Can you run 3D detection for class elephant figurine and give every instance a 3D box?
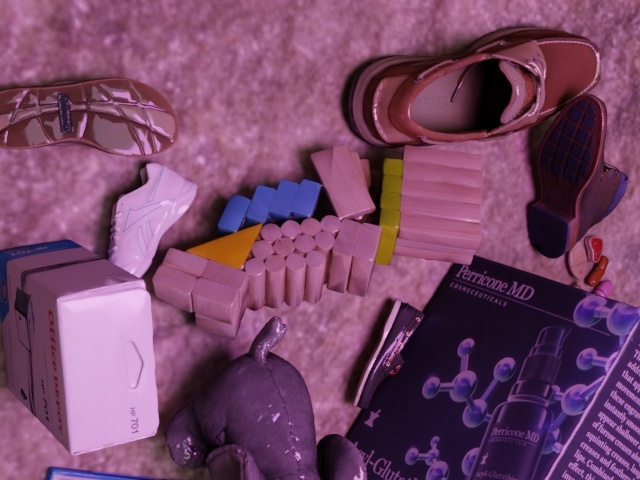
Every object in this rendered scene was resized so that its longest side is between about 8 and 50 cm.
[{"bbox_3d":[-0.036,0.240,1.041,0.169,0.239,0.186,-32,138,-2],"label":"elephant figurine"}]

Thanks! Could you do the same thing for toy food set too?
[{"bbox_3d":[0.346,0.048,1.374,0.078,0.019,0.122,-8,97,-29],"label":"toy food set"}]

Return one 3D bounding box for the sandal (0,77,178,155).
[{"bbox_3d":[-0.223,-0.114,0.990,0.180,0.049,0.072,-2,96,-15],"label":"sandal"}]

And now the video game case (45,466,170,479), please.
[{"bbox_3d":[-0.214,0.299,1.098,0.166,0.015,0.119,15,92,-32],"label":"video game case"}]

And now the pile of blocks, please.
[{"bbox_3d":[0.000,0.000,1.117,0.362,0.149,0.113,-15,153,-12],"label":"pile of blocks"}]

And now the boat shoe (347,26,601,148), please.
[{"bbox_3d":[0.190,-0.160,1.176,0.324,0.120,0.123,-18,109,-26],"label":"boat shoe"}]

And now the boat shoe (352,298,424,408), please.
[{"bbox_3d":[0.076,0.133,1.209,0.042,0.049,0.133,26,83,-1],"label":"boat shoe"}]

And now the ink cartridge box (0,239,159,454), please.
[{"bbox_3d":[-0.219,0.087,0.945,0.082,0.190,0.140,-9,105,-29],"label":"ink cartridge box"}]

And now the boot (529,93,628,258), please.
[{"bbox_3d":[0.317,-0.089,1.276,0.106,0.082,0.219,-25,139,-35],"label":"boot"}]

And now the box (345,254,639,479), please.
[{"bbox_3d":[0.205,0.252,1.172,0.212,0.293,0.395,38,80,-31],"label":"box"}]

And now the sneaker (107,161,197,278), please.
[{"bbox_3d":[-0.182,-0.008,1.032,0.061,0.053,0.152,37,68,-20],"label":"sneaker"}]
